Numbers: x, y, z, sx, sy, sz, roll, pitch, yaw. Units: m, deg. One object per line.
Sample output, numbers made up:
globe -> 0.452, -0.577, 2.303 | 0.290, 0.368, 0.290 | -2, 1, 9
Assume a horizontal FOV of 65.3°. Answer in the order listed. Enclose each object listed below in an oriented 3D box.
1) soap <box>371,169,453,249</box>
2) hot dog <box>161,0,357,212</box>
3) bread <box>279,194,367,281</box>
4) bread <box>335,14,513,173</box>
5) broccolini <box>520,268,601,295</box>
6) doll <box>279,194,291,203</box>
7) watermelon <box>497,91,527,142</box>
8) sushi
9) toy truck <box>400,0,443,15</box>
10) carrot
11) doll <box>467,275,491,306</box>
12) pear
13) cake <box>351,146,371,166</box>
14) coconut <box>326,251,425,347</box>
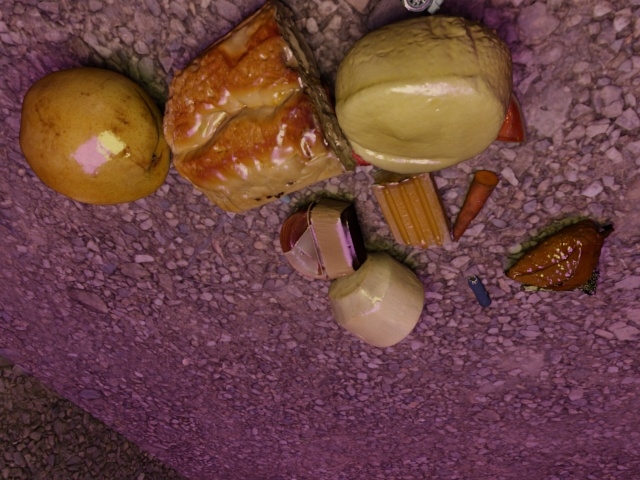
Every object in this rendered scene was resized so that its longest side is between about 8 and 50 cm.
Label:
soap -> 0.231, -0.078, 1.238 | 0.140, 0.073, 0.232 | -12, 128, 23
hot dog -> -0.149, -0.242, 1.040 | 0.366, 0.196, 0.367 | -22, 90, 24
bread -> 0.000, 0.000, 1.292 | 0.212, 0.142, 0.224 | -3, 113, 30
bread -> 0.187, -0.275, 0.922 | 0.321, 0.237, 0.320 | 2, 158, 1
broccolini -> 0.638, 0.116, 1.335 | 0.201, 0.073, 0.058 | -11, 145, 23
doll -> -0.133, -0.164, 1.241 | 0.180, 0.075, 0.120 | 35, 170, -30
watermelon -> 0.389, -0.238, 1.049 | 0.135, 0.094, 0.125 | 27, 125, -17
sushi -> 0.598, 0.061, 1.251 | 0.149, 0.140, 0.287 | 53, 130, 14
toy truck -> 0.141, -0.524, 0.822 | 0.338, 0.133, 0.184 | 37, 116, -17
carrot -> 0.367, -0.075, 1.236 | 0.057, 0.057, 0.224 | 14, 138, 0
doll -> 0.454, 0.145, 1.424 | 0.037, 0.027, 0.125 | -20, 122, 26
pear -> -0.491, -0.228, 1.107 | 0.315, 0.314, 0.314 | 6, 132, 7
cake -> 0.162, -0.235, 1.103 | 0.221, 0.086, 0.116 | -3, 133, 16
coconut -> 0.160, 0.166, 1.364 | 0.247, 0.245, 0.245 | 41, 127, -22
